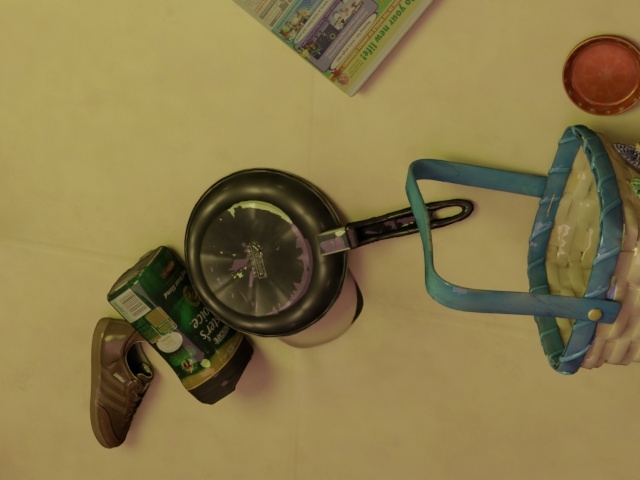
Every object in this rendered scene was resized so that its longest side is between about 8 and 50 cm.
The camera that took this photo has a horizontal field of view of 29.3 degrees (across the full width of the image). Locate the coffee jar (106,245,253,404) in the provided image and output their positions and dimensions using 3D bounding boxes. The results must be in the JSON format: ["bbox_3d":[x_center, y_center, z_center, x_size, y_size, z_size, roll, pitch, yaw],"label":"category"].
[{"bbox_3d":[-0.160,0.102,1.444,0.079,0.096,0.184,-33,104,25],"label":"coffee jar"}]

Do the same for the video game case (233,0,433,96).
[{"bbox_3d":[0.021,-0.279,1.229,0.193,0.023,0.212,39,120,-5],"label":"video game case"}]

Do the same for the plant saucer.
[{"bbox_3d":[0.282,-0.164,1.215,0.083,0.013,0.083,7,120,13],"label":"plant saucer"}]

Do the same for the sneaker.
[{"bbox_3d":[-0.245,0.186,1.532,0.071,0.066,0.188,8,120,12],"label":"sneaker"}]

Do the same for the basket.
[{"bbox_3d":[0.232,0.000,1.187,0.289,0.255,0.201,3,122,-5],"label":"basket"}]

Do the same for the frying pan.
[{"bbox_3d":[-0.006,0.028,1.363,0.326,0.053,0.197,10,104,16],"label":"frying pan"}]
